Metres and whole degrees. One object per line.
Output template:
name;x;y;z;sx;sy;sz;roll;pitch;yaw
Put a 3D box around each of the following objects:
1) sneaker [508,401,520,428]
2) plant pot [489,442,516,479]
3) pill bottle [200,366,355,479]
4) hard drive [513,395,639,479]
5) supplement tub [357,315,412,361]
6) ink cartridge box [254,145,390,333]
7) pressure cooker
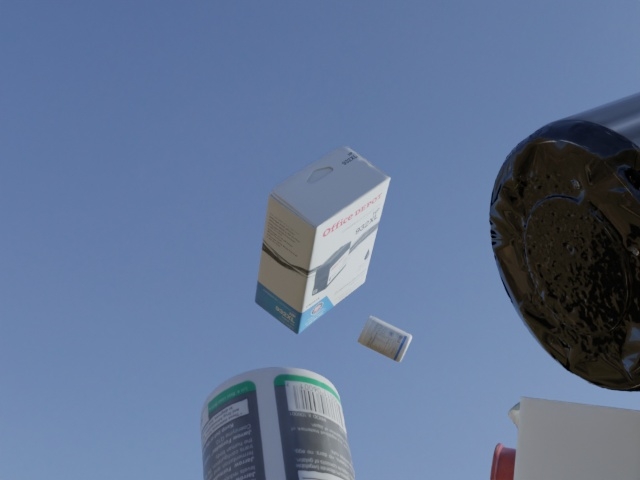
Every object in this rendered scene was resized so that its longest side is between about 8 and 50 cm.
sneaker;0.404;0.355;1.880;0.053;0.061;0.152;-35;-43;2
plant pot;0.494;0.553;1.997;0.265;0.272;0.272;-2;-40;19
pill bottle;-0.048;0.362;1.274;0.204;0.361;0.204;-5;-43;-5
hard drive;0.432;0.451;1.646;0.233;0.353;0.047;1;-9;38
supplement tub;0.143;0.219;2.188;0.107;0.071;0.071;26;-34;7
ink cartridge box;0.000;0.000;1.940;0.129;0.223;0.307;37;-40;24
pressure cooker;0.488;-0.025;1.304;0.375;0.420;0.370;50;-30;37
